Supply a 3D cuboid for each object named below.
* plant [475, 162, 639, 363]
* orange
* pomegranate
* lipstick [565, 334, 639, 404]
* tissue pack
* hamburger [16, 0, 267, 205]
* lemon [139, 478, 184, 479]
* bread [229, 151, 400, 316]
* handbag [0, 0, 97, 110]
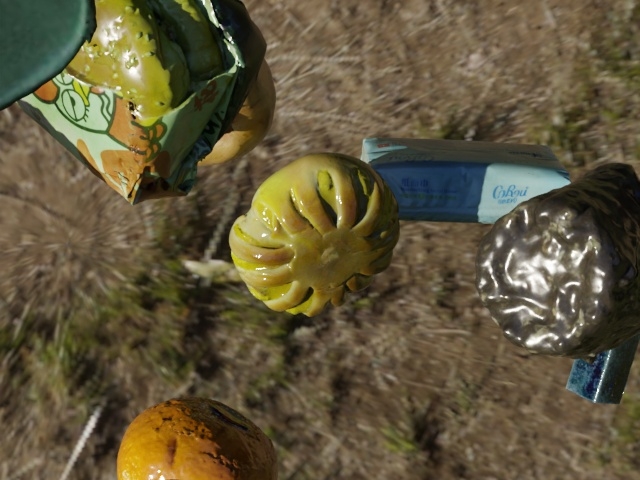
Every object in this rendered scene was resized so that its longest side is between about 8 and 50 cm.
[{"bbox_3d":[0.207,0.018,1.088,0.132,0.194,0.129,-34,78,30],"label":"plant"},{"bbox_3d":[-0.105,0.192,1.183,0.135,0.135,0.117,37,95,-8],"label":"orange"},{"bbox_3d":[-0.144,-0.180,1.747,0.191,0.191,0.191,0,90,-10],"label":"pomegranate"},{"bbox_3d":[0.357,0.034,1.644,0.051,0.051,0.312,8,101,-38],"label":"lipstick"},{"bbox_3d":[0.186,-0.081,1.894,0.263,0.177,0.089,1,108,-3],"label":"tissue pack"},{"bbox_3d":[-0.158,-0.159,1.116,0.214,0.235,0.125,39,45,9],"label":"hamburger"},{"bbox_3d":[-0.071,0.236,0.475,0.336,0.336,0.336,0,90,-10],"label":"lemon"},{"bbox_3d":[0.000,0.000,1.731,0.213,0.105,0.213,-9,119,-17],"label":"bread"},{"bbox_3d":[-0.263,-0.087,0.484,0.326,0.089,0.238,-32,134,-7],"label":"handbag"}]
